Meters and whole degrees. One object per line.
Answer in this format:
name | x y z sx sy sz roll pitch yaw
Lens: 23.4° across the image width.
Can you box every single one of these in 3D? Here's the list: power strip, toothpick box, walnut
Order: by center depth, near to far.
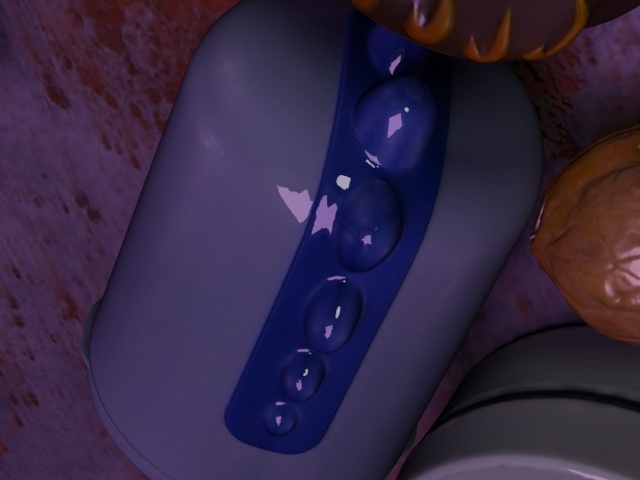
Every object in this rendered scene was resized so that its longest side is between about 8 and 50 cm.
walnut | 0.215 -0.005 0.920 0.180 0.144 0.144 -7 119 16
toothpick box | 0.000 0.000 0.978 0.263 0.263 0.354 32 131 8
power strip | 0.218 0.237 1.080 0.358 0.161 0.357 16 129 21

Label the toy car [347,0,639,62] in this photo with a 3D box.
toy car | 0.120 -0.245 0.740 0.271 0.240 0.340 34 136 3
